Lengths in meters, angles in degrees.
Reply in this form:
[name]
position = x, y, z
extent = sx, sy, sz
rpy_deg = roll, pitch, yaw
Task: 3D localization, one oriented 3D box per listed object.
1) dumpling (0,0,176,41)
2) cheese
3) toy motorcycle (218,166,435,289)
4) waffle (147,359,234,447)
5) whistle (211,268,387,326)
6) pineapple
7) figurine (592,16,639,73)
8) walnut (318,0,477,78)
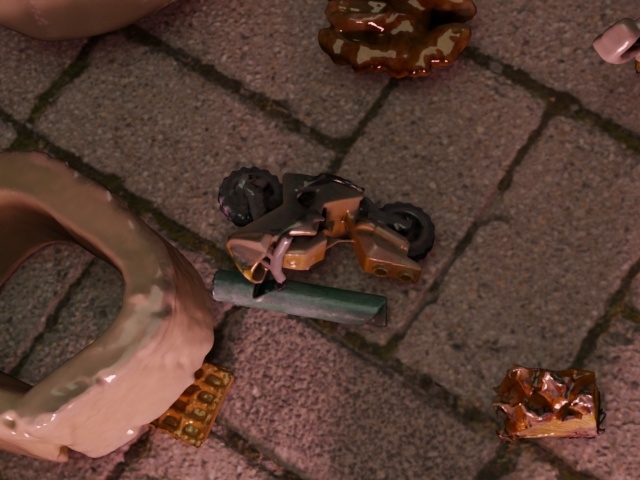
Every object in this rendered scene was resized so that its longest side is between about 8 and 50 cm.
[dumpling]
position = -0.270, -0.344, 1.600
extent = 0.395, 0.315, 0.233
rpy_deg = 8, 82, 5
[cheese]
position = -0.286, 0.079, 1.534
extent = 0.332, 0.153, 0.292
rpy_deg = 23, 78, 27
[toy motorcycle]
position = 0.000, 0.000, 1.536
extent = 0.229, 0.094, 0.129
rpy_deg = 13, 53, 1
[waffle]
position = -0.166, 0.154, 1.568
extent = 0.135, 0.021, 0.092
rpy_deg = 19, 77, 17
[whistle]
position = -0.021, 0.061, 1.561
extent = 0.186, 0.039, 0.039
rpy_deg = 10, 74, 15
[pineapple]
position = 0.233, 0.162, 1.450
extent = 0.116, 0.137, 0.069
rpy_deg = 15, 75, -28
[figurine]
position = 0.395, -0.272, 1.458
extent = 0.143, 0.308, 0.308
rpy_deg = 29, 80, 14
[walnut]
position = 0.085, -0.240, 1.622
extent = 0.170, 0.069, 0.143
rpy_deg = 6, 75, 15
